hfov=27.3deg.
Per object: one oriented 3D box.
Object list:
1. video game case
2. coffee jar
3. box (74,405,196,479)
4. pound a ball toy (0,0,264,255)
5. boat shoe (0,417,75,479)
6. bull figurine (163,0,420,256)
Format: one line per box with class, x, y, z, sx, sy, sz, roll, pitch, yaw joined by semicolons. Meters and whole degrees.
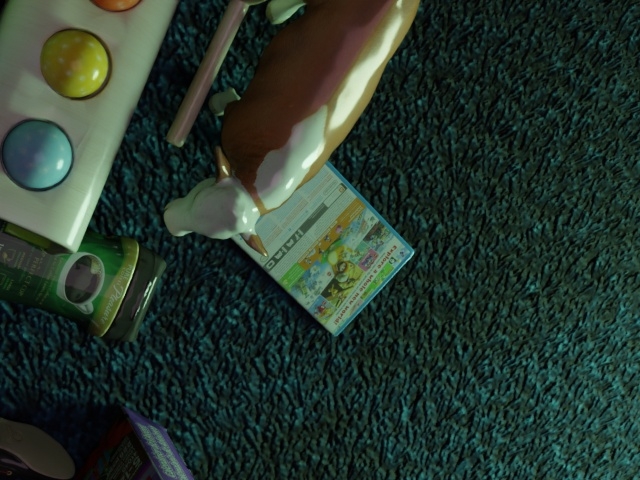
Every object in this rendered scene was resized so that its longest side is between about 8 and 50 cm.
video game case;0.000;0.000;1.294;0.119;0.015;0.166;-47;114;-4
coffee jar;-0.235;0.023;1.177;0.184;0.079;0.096;23;90;-23
box;-0.216;0.316;1.197;0.057;0.201;0.293;32;91;-25
pound a ball toy;-0.168;-0.142;1.093;0.208;0.136;0.319;25;78;-20
boat shoe;-0.290;0.195;1.225;0.133;0.049;0.042;29;121;-31
bull figurine;-0.026;-0.124;1.156;0.101;0.188;0.310;39;88;-24
